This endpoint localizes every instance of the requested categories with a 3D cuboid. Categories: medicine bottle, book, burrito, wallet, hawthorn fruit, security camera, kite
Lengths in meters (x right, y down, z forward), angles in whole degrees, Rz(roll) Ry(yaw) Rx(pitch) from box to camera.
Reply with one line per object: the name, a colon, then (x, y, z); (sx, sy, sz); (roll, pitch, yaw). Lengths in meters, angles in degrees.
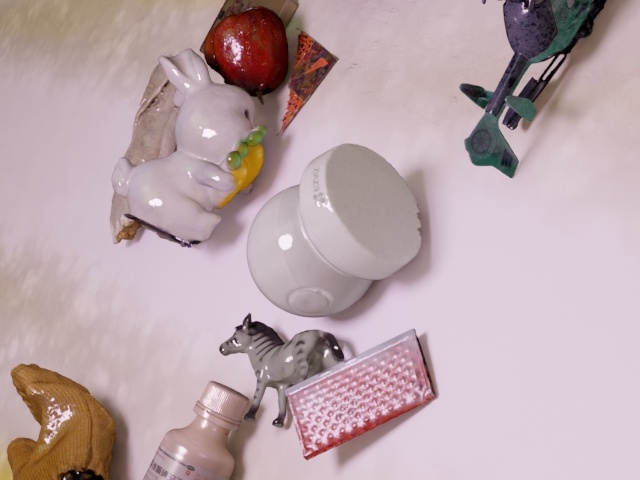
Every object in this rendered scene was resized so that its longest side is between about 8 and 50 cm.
medicine bottle: (-0.184, 0.327, 1.708); (0.114, 0.114, 0.252); (22, 84, 55)
book: (-0.138, -0.397, 2.209); (0.161, 0.026, 0.231); (-60, 34, 3)
burrito: (-0.321, -0.180, 2.255); (0.117, 0.076, 0.392); (-13, 57, 47)
wallet: (0.050, 0.197, 1.525); (0.196, 0.020, 0.103); (-28, 54, 16)
hawthorn fruit: (-0.120, -0.309, 2.037); (0.148, 0.148, 0.172); (-27, 78, 40)
security camera: (0.000, 0.000, 1.629); (0.236, 0.194, 0.195); (-36, 42, 37)
kite: (-0.014, -0.284, 1.990); (0.125, 0.008, 0.222); (-18, 54, 45)

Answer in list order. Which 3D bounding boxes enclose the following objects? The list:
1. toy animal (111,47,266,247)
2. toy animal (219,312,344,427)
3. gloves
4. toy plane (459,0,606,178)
toy animal: (-0.205, -0.147, 1.979); (0.247, 0.183, 0.310); (22, 88, 22)
toy animal: (-0.048, 0.168, 1.676); (0.217, 0.073, 0.176); (-24, 50, 36)
gloves: (-0.432, 0.341, 1.981); (0.203, 0.155, 0.356); (-61, 39, 20)
toy plane: (0.275, -0.266, 1.482); (0.106, 0.155, 0.382); (25, 86, 55)
